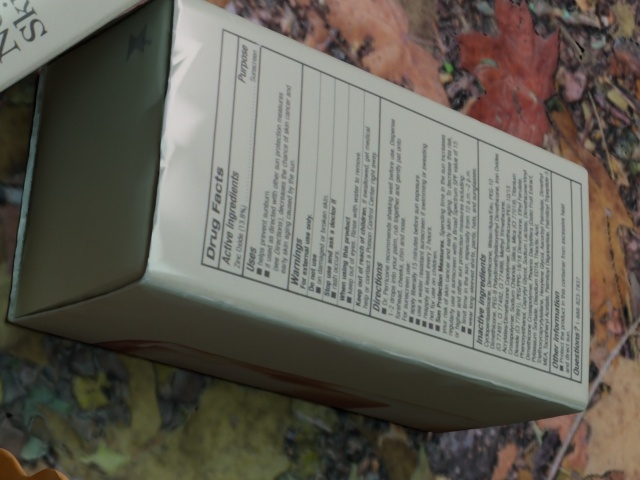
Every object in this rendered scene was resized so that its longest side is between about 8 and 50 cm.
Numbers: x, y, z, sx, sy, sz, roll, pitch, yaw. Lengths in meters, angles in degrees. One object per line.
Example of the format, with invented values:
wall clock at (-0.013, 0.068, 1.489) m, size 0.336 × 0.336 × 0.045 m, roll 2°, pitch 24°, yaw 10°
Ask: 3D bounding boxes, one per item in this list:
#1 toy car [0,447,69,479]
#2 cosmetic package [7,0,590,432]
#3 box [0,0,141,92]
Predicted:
toy car at (-0.087, 0.189, 0.640) m, size 0.219 × 0.210 × 0.238 m, roll -15°, pitch 74°, yaw -54°
cosmetic package at (0.000, 0.000, 0.813) m, size 0.296 × 0.129 × 0.153 m, roll 21°, pitch 65°, yaw -36°
box at (-0.110, -0.158, 0.702) m, size 0.275 × 0.094 × 0.113 m, roll -42°, pitch 107°, yaw -33°
